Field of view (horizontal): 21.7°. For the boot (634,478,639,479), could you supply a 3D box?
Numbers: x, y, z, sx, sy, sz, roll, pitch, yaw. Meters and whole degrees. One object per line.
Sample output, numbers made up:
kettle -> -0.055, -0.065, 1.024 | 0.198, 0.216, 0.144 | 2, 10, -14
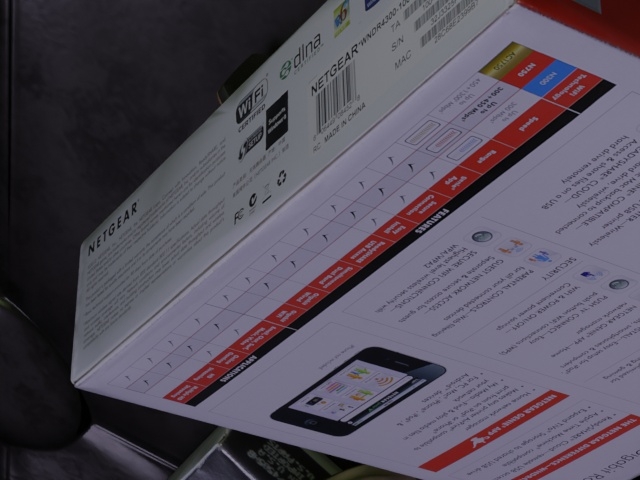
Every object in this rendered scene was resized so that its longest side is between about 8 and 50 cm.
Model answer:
boot -> 0.191, 0.275, 1.006 | 0.263, 0.091, 0.229 | -41, 122, 13

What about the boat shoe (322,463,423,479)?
boat shoe -> -0.046, 0.243, 1.038 | 0.342, 0.123, 0.123 | -29, 103, 41

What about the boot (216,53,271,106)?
boot -> 0.000, 0.000, 0.944 | 0.198, 0.077, 0.137 | 44, 142, -2

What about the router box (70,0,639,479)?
router box -> 0.096, 0.004, 0.754 | 0.301, 0.082, 0.335 | 19, 143, -29

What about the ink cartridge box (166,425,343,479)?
ink cartridge box -> -0.013, 0.290, 1.187 | 0.303, 0.072, 0.307 | 40, 134, -1
